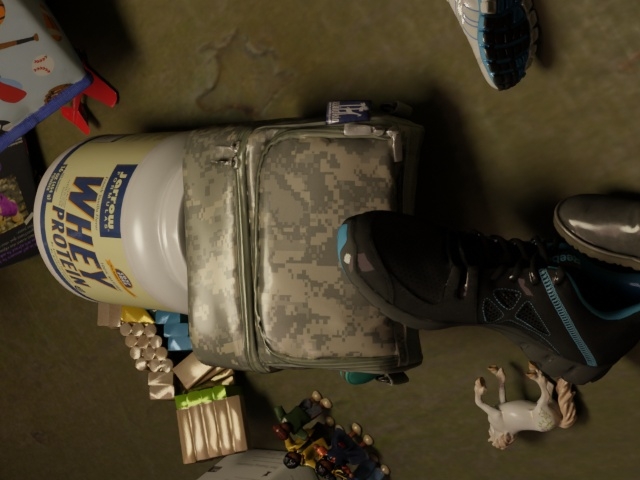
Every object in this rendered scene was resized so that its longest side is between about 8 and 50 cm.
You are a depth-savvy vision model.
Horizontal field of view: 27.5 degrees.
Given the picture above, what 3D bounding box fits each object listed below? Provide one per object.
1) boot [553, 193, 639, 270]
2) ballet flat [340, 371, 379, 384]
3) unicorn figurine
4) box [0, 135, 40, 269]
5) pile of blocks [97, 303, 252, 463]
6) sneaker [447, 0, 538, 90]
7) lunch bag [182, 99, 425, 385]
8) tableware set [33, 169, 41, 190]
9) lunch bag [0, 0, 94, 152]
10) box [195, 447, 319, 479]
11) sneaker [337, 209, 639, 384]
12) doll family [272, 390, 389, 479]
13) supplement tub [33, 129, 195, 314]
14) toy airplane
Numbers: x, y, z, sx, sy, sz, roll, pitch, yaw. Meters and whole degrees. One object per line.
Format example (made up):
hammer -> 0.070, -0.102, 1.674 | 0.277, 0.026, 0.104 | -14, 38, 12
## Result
boot -> 0.315, -0.062, 1.208 | 0.190, 0.076, 0.208 | 21, 140, 22
ballet flat -> 0.075, 0.087, 1.626 | 0.087, 0.083, 0.247 | 67, 152, 27
unicorn figurine -> 0.229, 0.198, 1.534 | 0.162, 0.060, 0.111 | 0, 117, 50
box -> -0.557, -0.100, 2.109 | 0.165, 0.143, 0.270 | 27, 131, 47
pile of blocks -> -0.207, 0.185, 2.027 | 0.362, 0.149, 0.113 | 55, -171, 16
sneaker -> 0.152, -0.239, 1.271 | 0.083, 0.071, 0.190 | 5, 114, 55
lunch bag -> 0.000, 0.000, 1.468 | 0.256, 0.213, 0.305 | 2, 94, 36
tableware set -> -0.457, -0.060, 2.169 | 0.104, 0.024, 0.154 | 46, 143, 7
lunch bag -> -0.518, -0.329, 1.760 | 0.327, 0.239, 0.385 | 56, 179, -38
box -> -0.080, 0.429, 2.040 | 0.181, 0.119, 0.181 | -7, 113, 51
sneaker -> 0.182, 0.030, 1.316 | 0.341, 0.125, 0.139 | 19, 140, -19
doll family -> 0.007, 0.306, 1.840 | 0.193, 0.111, 0.076 | 35, 141, 25
supplement tub -> -0.198, -0.025, 1.703 | 0.325, 0.235, 0.235 | 3, 120, 49
toy airplane -> -0.354, -0.218, 1.908 | 0.151, 0.028, 0.151 | 31, 138, 33
